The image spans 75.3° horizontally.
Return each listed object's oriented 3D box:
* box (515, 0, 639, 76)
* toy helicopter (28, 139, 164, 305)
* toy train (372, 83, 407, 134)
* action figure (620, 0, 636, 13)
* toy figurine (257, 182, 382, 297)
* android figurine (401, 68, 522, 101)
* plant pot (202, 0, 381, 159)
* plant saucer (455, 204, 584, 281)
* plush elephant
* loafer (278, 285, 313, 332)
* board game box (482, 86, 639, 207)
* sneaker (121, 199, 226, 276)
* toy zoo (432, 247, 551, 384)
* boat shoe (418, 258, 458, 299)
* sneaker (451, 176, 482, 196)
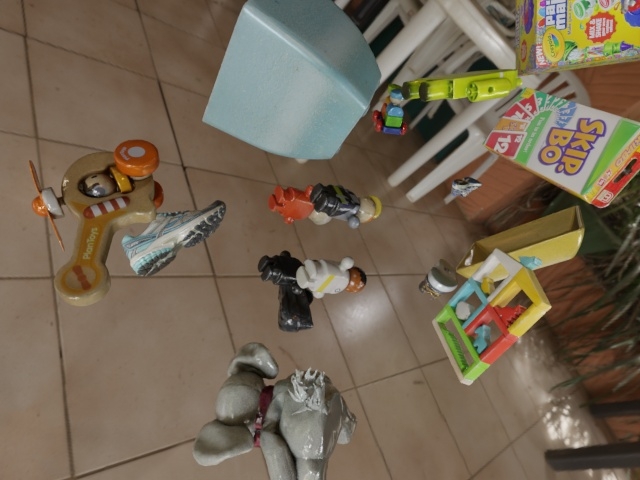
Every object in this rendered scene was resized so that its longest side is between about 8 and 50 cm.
[{"bbox_3d":[0.586,-0.530,0.892,0.177,0.279,0.289,-57,141,-71],"label":"box"},{"bbox_3d":[-0.435,-0.041,0.780,0.235,0.140,0.355,2,52,-14],"label":"toy helicopter"},{"bbox_3d":[0.244,-0.480,1.448,0.105,0.143,0.248,6,37,-5],"label":"toy train"},{"bbox_3d":[0.353,-0.264,0.411,0.232,0.063,0.137,-7,25,-39],"label":"action figure"},{"bbox_3d":[0.000,0.000,0.777,0.148,0.209,0.213,12,83,-39],"label":"toy figurine"},{"bbox_3d":[0.341,-0.366,0.984,0.273,0.056,0.248,-12,23,-16],"label":"android figurine"},{"bbox_3d":[-0.032,-0.302,0.799,0.252,0.247,0.248,32,46,-10],"label":"plant pot"},{"bbox_3d":[0.593,0.022,1.209,0.333,0.333,0.081,-25,91,-57],"label":"plant saucer"},{"bbox_3d":[-0.096,0.353,0.816,0.272,0.255,0.330,-59,146,-49],"label":"plush elephant"},{"bbox_3d":[-0.056,0.129,0.955,0.078,0.076,0.223,9,28,-11],"label":"loafer"},{"bbox_3d":[0.394,-0.162,0.682,0.039,0.124,0.259,22,21,-35],"label":"board game box"},{"bbox_3d":[-0.375,-0.038,1.066,0.283,0.110,0.122,-37,79,-24],"label":"sneaker"},{"bbox_3d":[0.372,0.148,0.912,0.030,0.293,0.192,23,27,-20],"label":"toy zoo"},{"bbox_3d":[0.259,0.102,0.928,0.065,0.083,0.183,36,20,13],"label":"boat shoe"},{"bbox_3d":[0.489,-0.179,1.408,0.135,0.058,0.052,-9,40,-30],"label":"sneaker"}]
